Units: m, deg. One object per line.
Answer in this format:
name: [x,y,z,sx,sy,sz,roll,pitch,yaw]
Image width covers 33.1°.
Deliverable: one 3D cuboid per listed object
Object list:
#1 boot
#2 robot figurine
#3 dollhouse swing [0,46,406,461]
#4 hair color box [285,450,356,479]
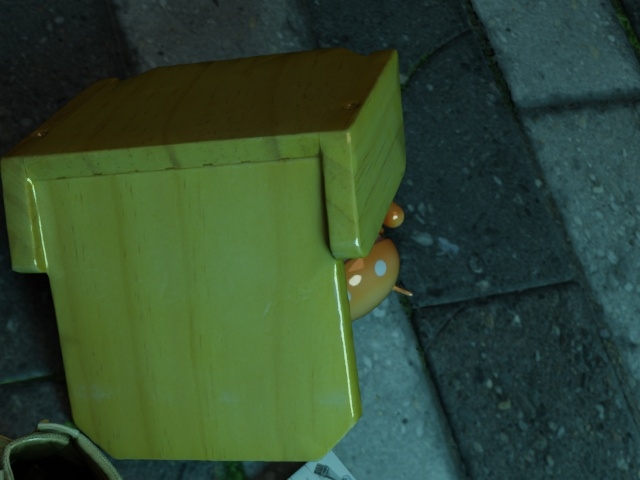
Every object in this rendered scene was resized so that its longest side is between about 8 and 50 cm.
boot: [-0.285,0.196,0.934,0.262,0.203,0.095,37,58,0]
robot figurine: [0.002,-0.001,1.183,0.219,0.128,0.158,52,38,10]
dollhouse swing: [-0.089,0.007,1.090,0.347,0.304,0.315,-4,27,18]
hair color box: [-0.028,0.293,1.069,0.167,0.053,0.093,-36,79,-29]
